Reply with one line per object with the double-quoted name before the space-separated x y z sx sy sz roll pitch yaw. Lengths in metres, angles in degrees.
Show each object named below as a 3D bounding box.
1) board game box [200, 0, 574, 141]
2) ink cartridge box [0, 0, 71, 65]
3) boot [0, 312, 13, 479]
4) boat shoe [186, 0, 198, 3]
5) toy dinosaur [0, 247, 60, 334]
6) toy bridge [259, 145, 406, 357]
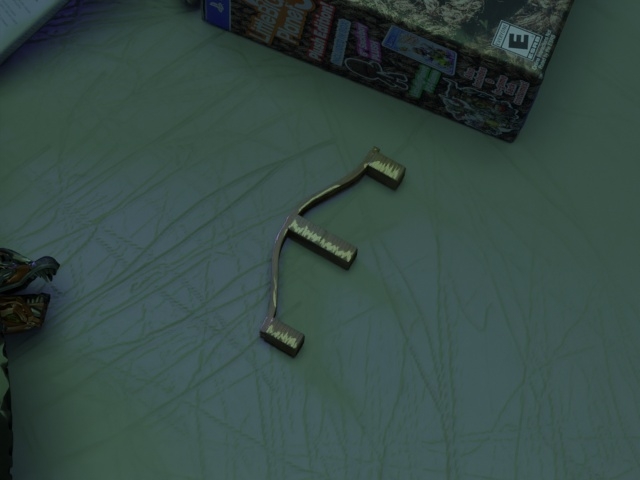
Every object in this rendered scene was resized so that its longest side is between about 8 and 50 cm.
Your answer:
"board game box" 0.077 -0.255 1.371 0.291 0.141 0.232 22 72 4
"ink cartridge box" -0.279 -0.276 1.342 0.224 0.045 0.223 -39 92 14
"boot" -0.353 0.177 1.156 0.260 0.131 0.348 4 86 -19
"boat shoe" -0.097 -0.261 1.416 0.042 0.049 0.133 19 70 9
"toy dinosaur" -0.357 -0.031 1.284 0.322 0.164 0.218 19 88 -19
"toy bridge" 0.000 0.000 1.346 0.063 0.026 0.188 29 73 8
